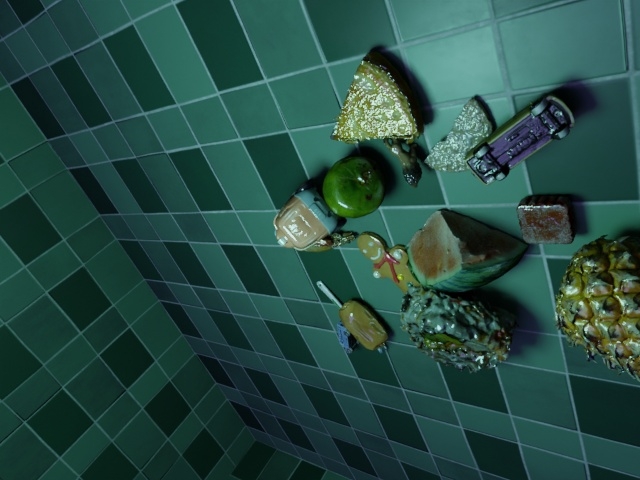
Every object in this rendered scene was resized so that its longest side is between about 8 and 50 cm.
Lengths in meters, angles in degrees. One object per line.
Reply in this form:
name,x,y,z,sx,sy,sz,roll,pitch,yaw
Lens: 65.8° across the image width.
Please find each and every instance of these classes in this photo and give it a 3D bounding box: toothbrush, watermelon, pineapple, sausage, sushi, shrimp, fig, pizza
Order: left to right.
shrimp,0.000,0.000,1.866,0.287,0.063,0.152,-12,160,41
toothbrush,0.134,0.324,2.136,0.418,0.040,0.042,47,140,0
fig,0.109,-0.164,1.607,0.203,0.203,0.235,40,180,2
sausage,0.179,0.351,2.048,0.241,0.120,0.136,48,154,-9
pizza,0.169,-0.346,1.390,0.251,0.074,0.287,41,136,11
watermelon,0.401,0.075,1.511,0.319,0.222,0.292,32,137,12
sushi,0.442,0.294,1.656,0.417,0.176,0.417,22,158,10
pineapple,0.741,0.163,1.192,0.300,0.352,0.352,19,137,34

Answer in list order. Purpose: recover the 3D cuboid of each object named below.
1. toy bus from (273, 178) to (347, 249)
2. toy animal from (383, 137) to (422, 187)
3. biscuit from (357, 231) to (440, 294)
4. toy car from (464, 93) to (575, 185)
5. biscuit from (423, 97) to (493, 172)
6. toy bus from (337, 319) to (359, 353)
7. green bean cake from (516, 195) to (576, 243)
toy bus,-0.055,-0.067,1.707,0.194,0.232,0.288,46,178,-8
toy animal,0.241,-0.259,1.447,0.219,0.086,0.069,58,141,9
biscuit,0.263,0.100,1.791,0.340,0.047,0.216,43,142,-3
toy car,0.478,-0.250,1.200,0.101,0.124,0.257,45,126,-8
biscuit,0.390,-0.259,1.342,0.133,0.032,0.250,37,141,4
toy bus,0.123,0.424,2.209,0.076,0.073,0.167,18,133,32
green bean cake,0.607,-0.055,1.330,0.135,0.056,0.135,1,127,39
